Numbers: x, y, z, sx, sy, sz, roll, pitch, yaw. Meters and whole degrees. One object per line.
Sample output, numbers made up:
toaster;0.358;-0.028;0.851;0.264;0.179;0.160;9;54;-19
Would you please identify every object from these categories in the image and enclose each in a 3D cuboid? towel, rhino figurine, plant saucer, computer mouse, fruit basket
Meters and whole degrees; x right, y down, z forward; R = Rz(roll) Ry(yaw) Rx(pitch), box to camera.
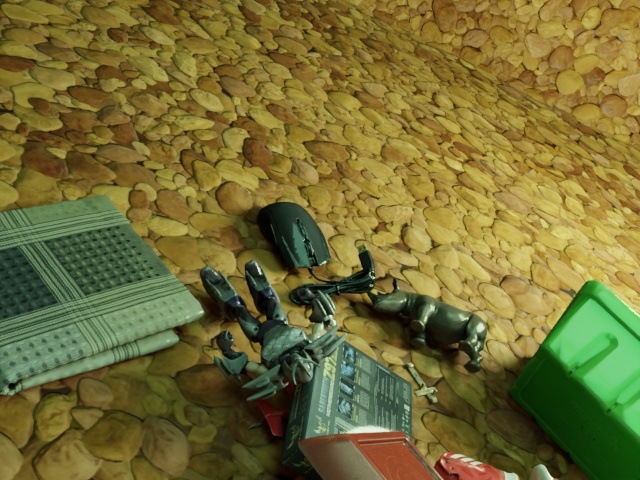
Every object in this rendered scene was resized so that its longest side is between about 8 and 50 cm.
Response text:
towel;-0.375;0.063;1.081;0.324;0.056;0.312;-17;51;-43
rhino figurine;0.190;0.140;1.339;0.243;0.073;0.106;25;39;9
plant saucer;0.116;0.312;0.850;0.258;0.048;0.259;47;8;26
computer mouse;0.000;0.000;1.370;0.184;0.060;0.262;-7;46;-22
fruit basket;0.568;0.258;1.305;0.391;0.283;0.392;6;49;-7

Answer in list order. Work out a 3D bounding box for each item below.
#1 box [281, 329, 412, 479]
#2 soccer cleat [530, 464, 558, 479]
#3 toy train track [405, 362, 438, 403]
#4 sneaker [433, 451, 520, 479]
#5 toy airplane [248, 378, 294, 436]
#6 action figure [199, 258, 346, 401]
box;0.046;0.257;1.065;0.183;0.059;0.233;35;31;-17
soccer cleat;0.288;0.388;0.942;0.076;0.068;0.196;-13;71;9
toy train track;0.171;0.237;1.251;0.048;0.014;0.083;-3;45;-38
sneaker;0.207;0.376;1.035;0.128;0.087;0.221;22;12;9
toy airplane;-0.037;0.249;1.079;0.151;0.028;0.151;19;36;-14
action figure;-0.080;0.125;1.090;0.185;0.099;0.285;-22;33;-18
